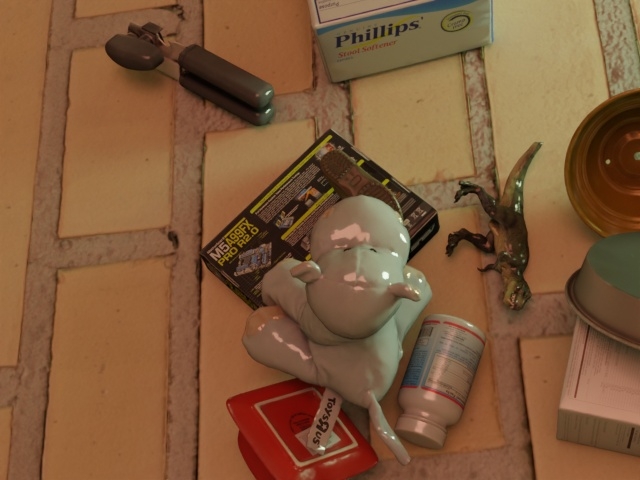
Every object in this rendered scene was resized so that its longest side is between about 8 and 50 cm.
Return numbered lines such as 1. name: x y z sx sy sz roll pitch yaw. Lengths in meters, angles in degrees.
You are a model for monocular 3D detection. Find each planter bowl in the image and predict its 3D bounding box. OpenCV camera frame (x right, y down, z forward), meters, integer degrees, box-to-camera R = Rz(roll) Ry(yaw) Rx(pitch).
1. planter bowl: 0.434 -0.105 1.516 0.217 0.090 0.217 2 106 5

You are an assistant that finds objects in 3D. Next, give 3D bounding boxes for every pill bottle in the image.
1. pill bottle: 0.151 0.182 1.453 0.087 0.087 0.160 15 69 17

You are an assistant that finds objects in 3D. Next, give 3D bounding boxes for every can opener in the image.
1. can opener: -0.205 -0.249 1.727 0.283 0.076 0.095 30 54 22

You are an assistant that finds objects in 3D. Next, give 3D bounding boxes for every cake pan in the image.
1. cake pan: 0.449 0.061 1.374 0.293 0.054 0.293 4 23 -2

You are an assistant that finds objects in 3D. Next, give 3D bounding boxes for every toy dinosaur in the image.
1. toy dinosaur: 0.239 -0.024 1.553 0.118 0.064 0.268 9 65 -1

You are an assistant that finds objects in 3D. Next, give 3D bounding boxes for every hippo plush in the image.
1. hippo plush: 0.010 0.075 1.358 0.234 0.236 0.294 6 55 10

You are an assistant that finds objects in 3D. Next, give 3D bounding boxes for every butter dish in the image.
1. butter dish: -0.038 0.271 1.436 0.160 0.118 0.160 -10 49 -42

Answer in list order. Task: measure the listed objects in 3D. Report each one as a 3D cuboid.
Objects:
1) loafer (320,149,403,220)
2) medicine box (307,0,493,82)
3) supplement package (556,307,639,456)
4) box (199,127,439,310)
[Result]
1. loafer: 0.059 -0.063 1.546 0.056 0.050 0.148 -38 79 -6
2. medicine box: 0.103 -0.421 1.719 0.264 0.149 0.289 -13 63 4
3. supplement package: 0.422 0.190 1.373 0.244 0.134 0.139 11 67 16
4. box: 0.000 0.000 1.585 0.216 0.060 0.270 39 76 25
